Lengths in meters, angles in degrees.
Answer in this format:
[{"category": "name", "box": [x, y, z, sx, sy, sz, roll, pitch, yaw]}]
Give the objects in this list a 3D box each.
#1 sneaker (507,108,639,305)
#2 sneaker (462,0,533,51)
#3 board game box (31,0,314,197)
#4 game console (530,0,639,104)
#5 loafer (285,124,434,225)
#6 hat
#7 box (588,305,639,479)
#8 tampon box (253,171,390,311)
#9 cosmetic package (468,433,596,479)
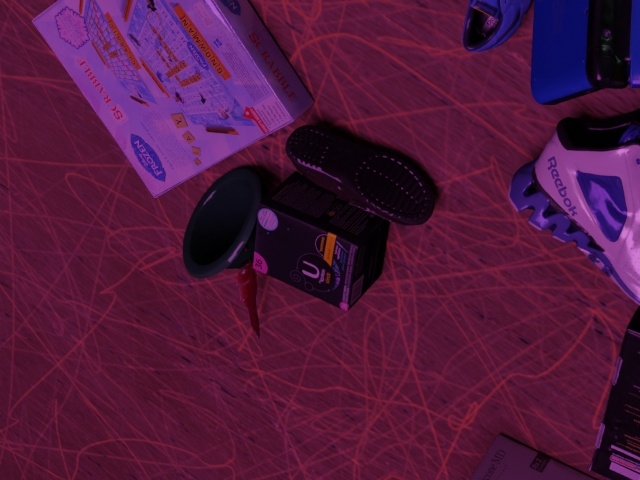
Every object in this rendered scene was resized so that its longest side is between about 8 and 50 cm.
[{"category": "sneaker", "box": [0.382, -0.047, 1.586, 0.315, 0.127, 0.182, 33, 135, 14]}, {"category": "sneaker", "box": [0.220, -0.304, 1.560, 0.069, 0.082, 0.209, 35, 131, 13]}, {"category": "board game box", "box": [-0.212, -0.253, 1.902, 0.318, 0.066, 0.319, -24, 104, 42]}, {"category": "game console", "box": [0.339, -0.286, 1.358, 0.250, 0.173, 0.293, 172, 102, -76]}, {"category": "loafer", "box": [0.057, -0.085, 1.835, 0.220, 0.080, 0.078, 31, 165, 13]}, {"category": "hat", "box": [-0.087, 0.011, 2.006, 0.183, 0.173, 0.208, 27, 147, -32]}, {"category": "box", "box": [0.523, 0.246, 1.720, 0.322, 0.079, 0.257, 21, 131, 22]}, {"category": "tampon box", "box": [0.000, 0.000, 1.899, 0.161, 0.101, 0.120, 23, 130, 21]}, {"category": "cosmetic package", "box": [0.292, 0.408, 1.935, 0.183, 0.151, 0.151, 24, 130, 18]}]
